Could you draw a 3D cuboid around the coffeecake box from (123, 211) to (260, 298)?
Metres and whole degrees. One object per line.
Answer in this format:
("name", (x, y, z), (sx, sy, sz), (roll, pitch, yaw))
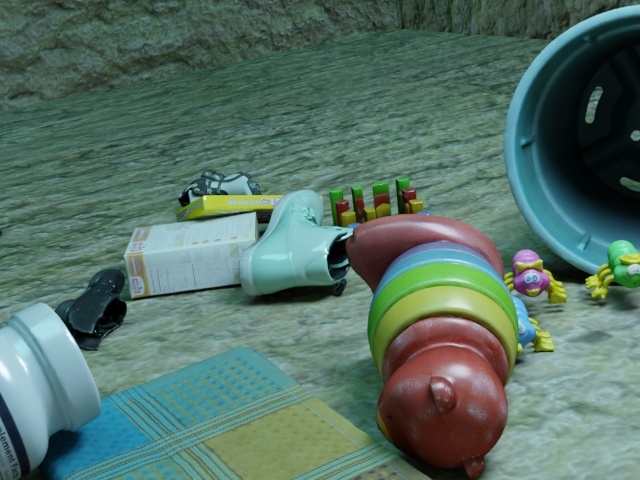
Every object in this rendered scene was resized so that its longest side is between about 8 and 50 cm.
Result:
("coffeecake box", (-0.181, 0.019, 1.569), (0.185, 0.068, 0.142), (-7, 17, -1))

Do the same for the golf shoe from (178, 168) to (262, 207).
("golf shoe", (-0.170, -0.069, 1.852), (0.094, 0.077, 0.198), (-31, 21, -29))

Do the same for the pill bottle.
("pill bottle", (-0.343, 0.169, 0.981), (0.264, 0.153, 0.153), (-28, 26, -27))

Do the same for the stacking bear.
("stacking bear", (0.116, 0.108, 1.064), (0.164, 0.175, 0.289), (-14, 27, 10))

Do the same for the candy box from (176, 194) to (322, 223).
("candy box", (-0.109, -0.047, 1.679), (0.205, 0.027, 0.105), (-2, -14, -31))

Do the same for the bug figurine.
("bug figurine", (0.306, 0.061, 1.235), (0.279, 0.072, 0.216), (-7, 23, 2))

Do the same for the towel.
("towel", (-0.099, 0.210, 1.009), (0.271, 0.040, 0.370), (-18, 23, -26))

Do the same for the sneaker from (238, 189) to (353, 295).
("sneaker", (0.000, 0.001, 1.514), (0.151, 0.094, 0.256), (-5, 26, 21))

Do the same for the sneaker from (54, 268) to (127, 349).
("sneaker", (-0.286, 0.088, 1.436), (0.089, 0.051, 0.170), (2, 25, 27))

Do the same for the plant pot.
("plant pot", (0.447, -0.142, 1.458), (0.341, 0.341, 0.334), (0, 11, 21))

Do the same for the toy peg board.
("toy peg board", (0.088, -0.034, 1.614), (0.161, 0.079, 0.160), (-11, 18, -9))
